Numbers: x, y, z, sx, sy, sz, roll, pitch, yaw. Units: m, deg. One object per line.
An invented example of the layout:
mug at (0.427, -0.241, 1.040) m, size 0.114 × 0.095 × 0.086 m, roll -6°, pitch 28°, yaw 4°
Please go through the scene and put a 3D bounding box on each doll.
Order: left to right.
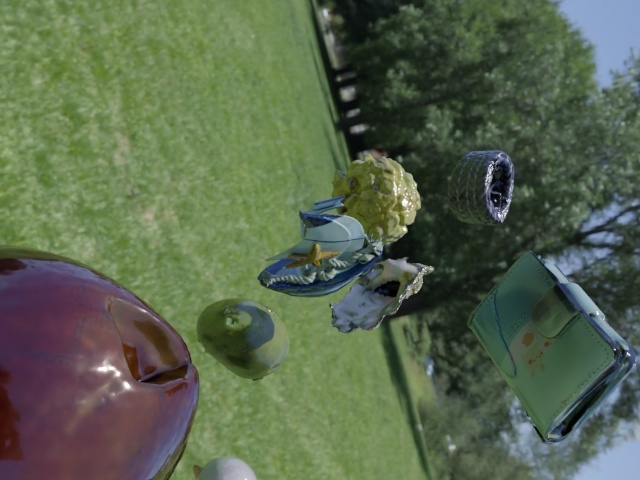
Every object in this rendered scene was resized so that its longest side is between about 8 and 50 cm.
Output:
doll at (-0.203, 0.558, 1.777) m, size 0.251 × 0.221 × 0.221 m, roll 34°, pitch -25°, yaw 36°

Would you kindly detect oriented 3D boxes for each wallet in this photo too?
wallet at (0.323, 0.145, 1.235) m, size 0.075 × 0.176 × 0.250 m, roll 24°, pitch 24°, yaw -32°

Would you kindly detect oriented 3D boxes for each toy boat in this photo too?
toy boat at (0.000, 0.000, 1.375) m, size 0.291 × 0.221 × 0.067 m, roll 88°, pitch -13°, yaw -60°

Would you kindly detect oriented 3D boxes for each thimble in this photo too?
thimble at (0.226, -0.077, 1.208) m, size 0.095 × 0.066 × 0.104 m, roll 20°, pitch 78°, yaw -54°

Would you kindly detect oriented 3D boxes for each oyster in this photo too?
oyster at (0.109, 0.109, 1.612) m, size 0.209 × 0.133 × 0.072 m, roll -53°, pitch 136°, yaw -29°

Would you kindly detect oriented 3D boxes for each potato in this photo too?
potato at (-0.156, 0.195, 1.755) m, size 0.186 × 0.148 × 0.253 m, roll 36°, pitch -14°, yaw 9°

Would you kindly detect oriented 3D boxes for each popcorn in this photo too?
popcorn at (0.119, -0.095, 2.038) m, size 0.181 × 0.217 × 0.235 m, roll 30°, pitch 28°, yaw -54°

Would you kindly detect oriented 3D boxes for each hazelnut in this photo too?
hazelnut at (-0.348, 0.211, 0.935) m, size 0.402 × 0.429 × 0.402 m, roll 26°, pitch 43°, yaw -26°
